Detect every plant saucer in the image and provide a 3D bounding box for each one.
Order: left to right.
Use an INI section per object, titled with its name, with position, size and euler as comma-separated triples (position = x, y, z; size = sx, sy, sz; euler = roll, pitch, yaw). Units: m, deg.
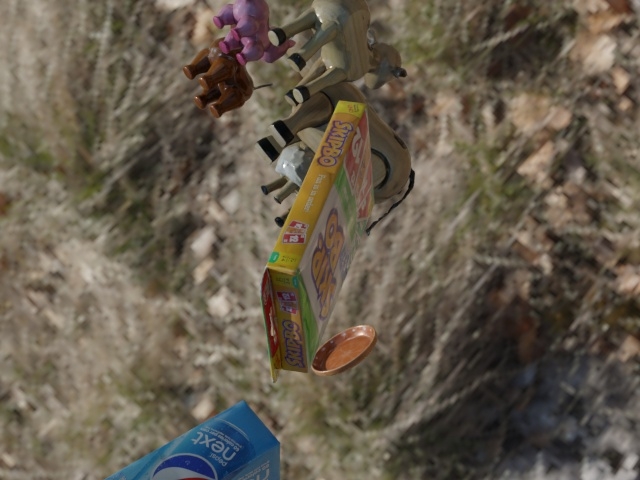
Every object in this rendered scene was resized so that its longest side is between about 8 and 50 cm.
[plant saucer]
position = 0.028, 0.126, 1.710
size = 0.083, 0.083, 0.013
euler = -9, 121, 48

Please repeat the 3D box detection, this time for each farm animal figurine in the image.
[farm animal figurine]
position = 0.008, -0.170, 1.766
size = 0.326, 0.172, 0.330
euler = 59, 158, -16

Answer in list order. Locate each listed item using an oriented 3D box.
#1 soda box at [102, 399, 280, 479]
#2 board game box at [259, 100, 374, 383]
[soda box]
position = -0.142, 0.244, 1.475
size = 0.067, 0.210, 0.071
euler = 45, 150, 31
[board game box]
position = 0.000, 0.000, 1.364
size = 0.039, 0.259, 0.124
euler = 9, 134, 17
